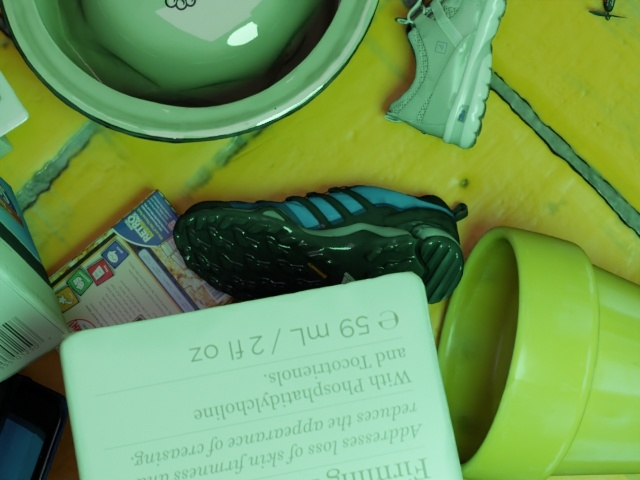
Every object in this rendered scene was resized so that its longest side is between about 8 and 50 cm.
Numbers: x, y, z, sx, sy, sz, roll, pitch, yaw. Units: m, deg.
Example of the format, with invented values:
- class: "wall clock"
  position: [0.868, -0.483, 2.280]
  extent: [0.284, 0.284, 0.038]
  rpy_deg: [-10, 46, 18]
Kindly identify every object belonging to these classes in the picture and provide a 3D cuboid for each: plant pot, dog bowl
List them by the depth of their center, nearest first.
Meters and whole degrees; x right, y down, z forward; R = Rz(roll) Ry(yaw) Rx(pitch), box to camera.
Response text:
- class: "plant pot"
  position: [0.262, 0.129, 1.603]
  extent: [0.239, 0.254, 0.254]
  rpy_deg: [11, 84, -11]
- class: "dog bowl"
  position: [-0.130, -0.292, 1.713]
  extent: [0.407, 0.150, 0.408]
  rpy_deg: [0, 83, 2]

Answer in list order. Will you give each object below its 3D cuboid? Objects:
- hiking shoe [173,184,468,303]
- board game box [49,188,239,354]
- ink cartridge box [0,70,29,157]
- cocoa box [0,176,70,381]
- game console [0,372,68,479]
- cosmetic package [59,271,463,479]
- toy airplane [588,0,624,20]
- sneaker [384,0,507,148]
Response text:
- class: "hiking shoe"
  position: [0.000, 0.000, 1.693]
  extent: [0.304, 0.132, 0.113]
  rpy_deg: [7, 121, 2]
- class: "board game box"
  position: [-0.201, 0.063, 1.725]
  extent: [0.193, 0.045, 0.147]
  rpy_deg: [-39, 83, -2]
- class: "ink cartridge box"
  position: [-0.416, -0.116, 1.749]
  extent: [0.198, 0.067, 0.115]
  rpy_deg: [-34, 83, 0]
- class: "cocoa box"
  position: [-0.473, 0.055, 1.602]
  extent: [0.347, 0.231, 0.228]
  rpy_deg: [-32, 53, 4]
- class: "game console"
  position: [-0.400, 0.262, 1.648]
  extent: [0.250, 0.173, 0.293]
  rpy_deg: [18, 84, 5]
- class: "cosmetic package"
  position: [-0.035, 0.267, 1.509]
  extent: [0.329, 0.327, 0.394]
  rpy_deg: [-11, 80, -3]
- class: "toy airplane"
  position: [0.324, -0.312, 1.750]
  extent: [0.151, 0.028, 0.151]
  rpy_deg: [0, 83, 1]
- class: "sneaker"
  position: [0.138, -0.244, 1.713]
  extent: [0.115, 0.105, 0.281]
  rpy_deg: [11, 84, 4]
